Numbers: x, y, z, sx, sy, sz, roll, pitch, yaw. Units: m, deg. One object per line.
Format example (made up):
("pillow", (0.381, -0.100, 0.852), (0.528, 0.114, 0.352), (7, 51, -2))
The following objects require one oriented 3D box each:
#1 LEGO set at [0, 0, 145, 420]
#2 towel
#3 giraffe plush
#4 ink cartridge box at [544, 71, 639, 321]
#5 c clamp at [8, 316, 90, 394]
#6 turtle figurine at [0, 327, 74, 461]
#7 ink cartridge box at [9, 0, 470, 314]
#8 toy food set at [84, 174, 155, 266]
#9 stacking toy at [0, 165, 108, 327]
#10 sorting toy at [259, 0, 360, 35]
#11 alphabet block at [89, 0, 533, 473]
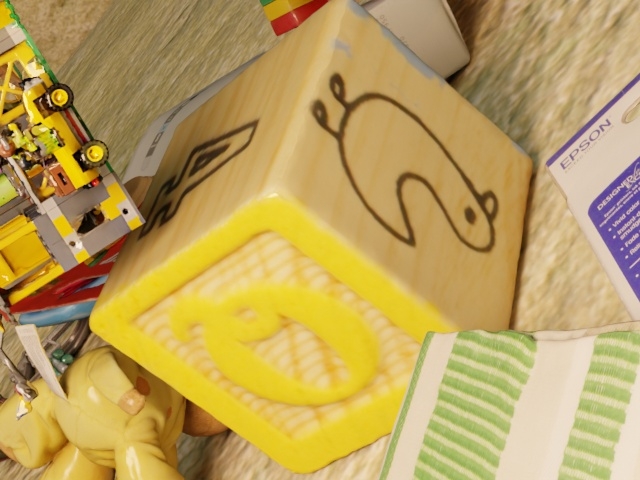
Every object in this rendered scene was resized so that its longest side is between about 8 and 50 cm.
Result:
("LEGO set", (-0.254, -0.042, 0.855), (0.192, 0.255, 0.331), (-33, 20, -11))
("towel", (0.092, 0.147, 0.551), (0.325, 0.038, 0.247), (-12, 56, 66))
("giraffe plush", (-0.126, 0.111, 0.996), (0.181, 0.210, 0.170), (13, 34, 33))
("ink cartridge box", (0.216, -0.006, 0.613), (0.165, 0.065, 0.332), (-45, 23, 18))
("c clamp", (-0.305, 0.119, 1.516), (0.161, 0.022, 0.137), (-42, 23, 23))
("turtle figurine", (-0.327, 0.169, 1.363), (0.175, 0.118, 0.234), (-14, 12, -22))
("ink cartridge box", (-0.101, -0.074, 1.145), (0.385, 0.091, 0.308), (-35, 12, -29))
("toy food set", (-0.156, -0.018, 1.034), (0.083, 0.020, 0.083), (-36, 21, 24))
("stacking toy", (-0.307, -0.065, 1.414), (0.175, 0.301, 0.166), (-42, 16, -29))
("sorting toy", (0.069, -0.279, 1.212), (0.255, 0.089, 0.257), (-30, 9, -29))
("alphabet block", (0.000, 0.000, 0.867), (0.193, 0.192, 0.197), (-36, 27, 39))
